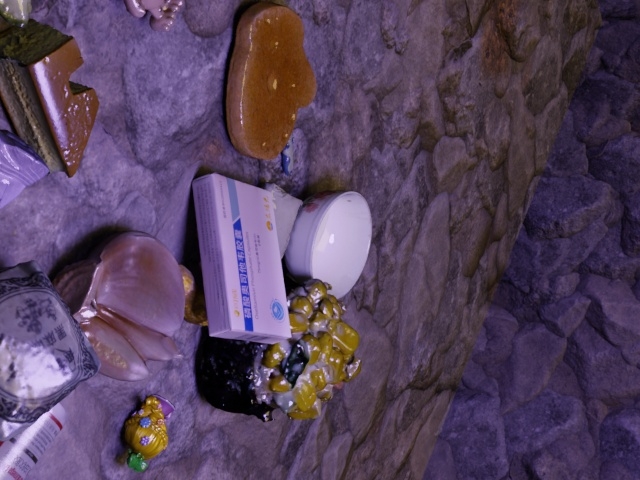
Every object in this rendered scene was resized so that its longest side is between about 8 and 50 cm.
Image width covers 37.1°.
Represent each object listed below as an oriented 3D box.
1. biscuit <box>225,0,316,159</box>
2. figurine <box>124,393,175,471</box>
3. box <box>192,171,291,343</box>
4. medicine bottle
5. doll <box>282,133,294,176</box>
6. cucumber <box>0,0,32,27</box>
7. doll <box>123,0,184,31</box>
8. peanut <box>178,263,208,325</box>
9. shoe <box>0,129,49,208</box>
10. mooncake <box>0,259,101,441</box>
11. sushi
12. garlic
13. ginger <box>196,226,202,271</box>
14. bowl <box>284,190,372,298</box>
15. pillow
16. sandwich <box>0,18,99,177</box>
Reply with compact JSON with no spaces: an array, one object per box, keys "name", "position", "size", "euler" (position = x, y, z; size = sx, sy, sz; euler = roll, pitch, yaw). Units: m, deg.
[{"name":"biscuit","position":[-0.108,-0.353,2.121],"size":[0.287,0.057,0.344],"euler":[-15,115,-55]},{"name":"figurine","position":[-0.368,0.398,1.995],"size":[0.156,0.094,0.115],"euler":[-62,158,-27]},{"name":"box","position":[-0.167,0.040,2.026],"size":[0.200,0.065,0.343],"euler":[16,61,-52]},{"name":"medicine bottle","position":[-0.558,0.367,1.645],"size":[0.250,0.131,0.131],"euler":[-57,144,-28]},{"name":"doll","position":[-0.077,-0.210,2.261],"size":[0.037,0.027,0.125],"euler":[-45,138,-50]},{"name":"cucumber","position":[-0.474,-0.492,1.440],"size":[0.105,0.145,0.325],"euler":[4,106,-13]},{"name":"doll","position":[-0.324,-0.484,1.670],"size":[0.278,0.119,0.154],"euler":[38,67,-62]},{"name":"peanut","position":[-0.284,0.115,2.019],"size":[0.087,0.087,0.207],"euler":[-62,145,-20]},{"name":"shoe","position":[-0.552,-0.133,1.485],"size":[0.138,0.095,0.245],"euler":[-50,137,0]},{"name":"mooncake","position":[-0.509,0.173,1.562],"size":[0.254,0.136,0.250],"euler":[-38,106,-44]},{"name":"sushi","position":[-0.086,0.265,2.208],"size":[0.328,0.285,0.328],"euler":[-31,129,-47]},{"name":"garlic","position":[-0.378,0.118,1.824],"size":[0.325,0.132,0.279],"euler":[37,72,-54]},{"name":"ginger","position":[-0.218,0.050,2.063],"size":[0.149,0.065,0.259],"euler":[29,53,-51]},{"name":"bowl","position":[0.000,0.000,2.364],"size":[0.277,0.145,0.277],"euler":[-34,132,-48]},{"name":"pillow","position":[-0.117,-0.044,2.221],"size":[0.134,0.077,0.181],"euler":[36,73,-51]},{"name":"sandwich","position":[-0.449,-0.230,1.577],"size":[0.128,0.122,0.236],"euler":[-44,140,-35]}]
